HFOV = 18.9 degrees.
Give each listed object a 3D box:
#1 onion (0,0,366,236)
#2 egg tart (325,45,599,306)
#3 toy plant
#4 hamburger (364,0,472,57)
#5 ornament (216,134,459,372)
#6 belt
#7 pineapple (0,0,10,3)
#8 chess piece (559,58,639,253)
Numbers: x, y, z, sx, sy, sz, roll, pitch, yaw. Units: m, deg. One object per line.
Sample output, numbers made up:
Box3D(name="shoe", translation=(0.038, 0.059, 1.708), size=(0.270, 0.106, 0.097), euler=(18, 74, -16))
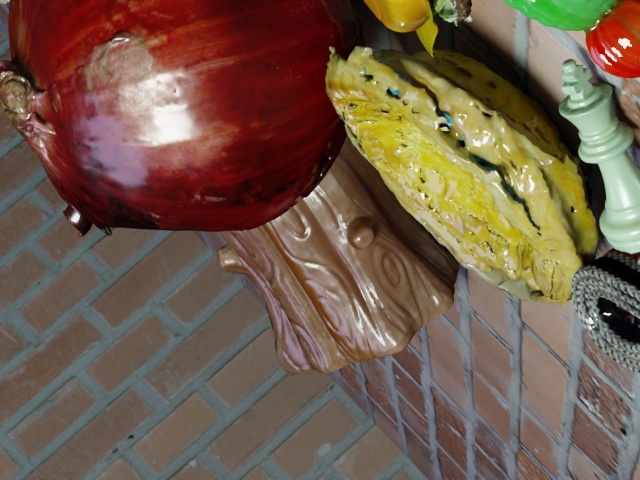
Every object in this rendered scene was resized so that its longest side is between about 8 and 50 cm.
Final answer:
Box3D(name="onion", translation=(-0.116, -0.169, 1.645), size=(0.341, 0.341, 0.341), euler=(47, 170, 11))
Box3D(name="egg tart", translation=(0.123, -0.072, 1.517), size=(0.291, 0.107, 0.291), euler=(42, 168, 11))
Box3D(name="toy plant", translation=(0.124, -0.186, 1.147), size=(0.240, 0.088, 0.154), euler=(42, -174, -25))
Box3D(name="hamburger", translation=(0.055, -0.213, 1.283), size=(0.164, 0.093, 0.189), euler=(55, 176, 3))
Box3D(name="ornament", translation=(0.000, 0.000, 2.022), size=(0.217, 0.221, 0.235), euler=(57, -166, -20))
Box3D(name="belt", translation=(0.285, 0.052, 1.302), size=(0.126, 0.094, 0.359), euler=(57, 166, -17))
Box3D(name="pineapple", translation=(-0.375, -0.382, 2.166), size=(0.286, 0.209, 0.344), euler=(37, 165, 51))
Box3D(name="chess piece", translation=(0.200, -0.064, 1.347), size=(0.149, 0.059, 0.059), euler=(58, 167, -26))
